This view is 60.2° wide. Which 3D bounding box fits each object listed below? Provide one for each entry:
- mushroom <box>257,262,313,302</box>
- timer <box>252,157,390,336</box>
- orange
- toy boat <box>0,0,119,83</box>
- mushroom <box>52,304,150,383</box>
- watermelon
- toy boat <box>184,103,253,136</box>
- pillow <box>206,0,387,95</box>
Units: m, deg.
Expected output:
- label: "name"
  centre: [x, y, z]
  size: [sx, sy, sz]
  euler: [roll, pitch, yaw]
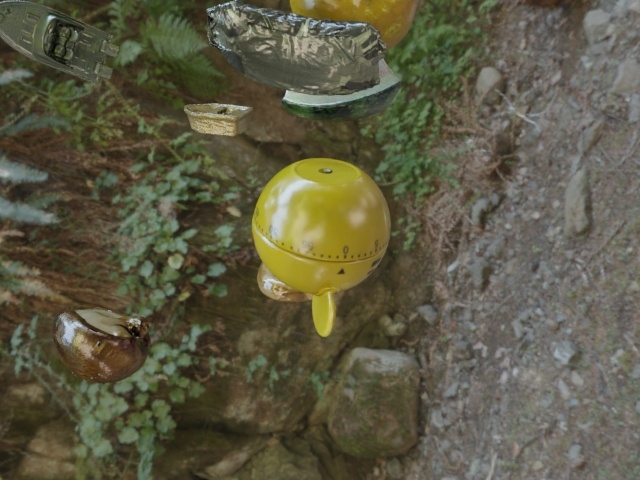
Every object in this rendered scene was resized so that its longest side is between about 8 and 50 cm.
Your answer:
- label: "mushroom"
  centre: [-0.065, 0.114, 1.767]
  size: [0.278, 0.279, 0.145]
  euler: [-101, 17, -59]
- label: "timer"
  centre: [0.000, 0.000, 1.379]
  size: [0.376, 0.377, 0.386]
  euler: [-101, 17, -60]
- label: "orange"
  centre: [0.070, -0.526, 1.174]
  size: [0.278, 0.279, 0.235]
  euler: [-70, 21, 11]
- label: "toy boat"
  centre: [-0.694, -0.522, 1.429]
  size: [0.092, 0.320, 0.141]
  euler: [24, 97, 49]
- label: "mushroom"
  centre: [-0.451, 0.212, 1.133]
  size: [0.231, 0.195, 0.138]
  euler: [77, -159, -87]
- label: "watermelon"
  centre: [0.077, -0.419, 1.409]
  size: [0.283, 0.251, 0.292]
  euler: [-65, -1, -79]
- label: "toy boat"
  centre: [-0.289, -0.335, 1.521]
  size: [0.116, 0.189, 0.061]
  euler: [-53, -31, -56]
- label: "pillow"
  centre: [-0.048, -0.354, 1.020]
  size: [0.161, 0.336, 0.092]
  euler: [99, -177, -52]
